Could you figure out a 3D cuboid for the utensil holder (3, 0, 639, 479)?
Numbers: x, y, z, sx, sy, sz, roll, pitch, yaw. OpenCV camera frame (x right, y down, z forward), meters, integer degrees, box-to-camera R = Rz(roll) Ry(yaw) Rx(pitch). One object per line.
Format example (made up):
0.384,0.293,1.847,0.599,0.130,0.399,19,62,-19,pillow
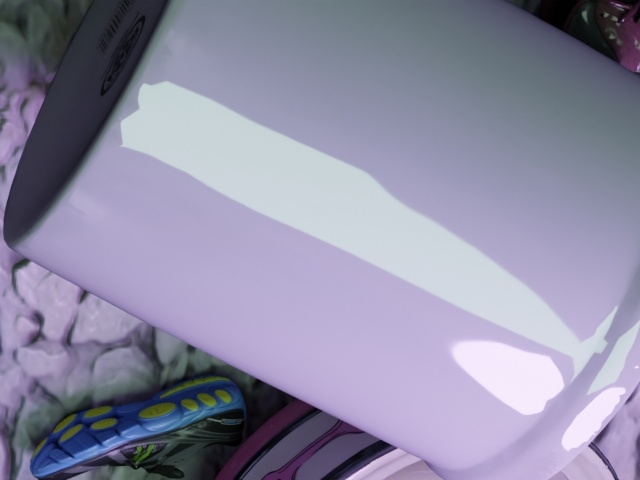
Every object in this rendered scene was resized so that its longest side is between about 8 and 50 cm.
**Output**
0.020,-0.046,1.236,0.385,0.327,0.327,27,112,-19,utensil holder

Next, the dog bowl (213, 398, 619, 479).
0.058,0.290,1.534,0.408,0.150,0.408,-15,123,-24,dog bowl

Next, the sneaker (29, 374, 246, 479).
-0.151,0.174,1.505,0.188,0.067,0.078,-16,118,-8,sneaker

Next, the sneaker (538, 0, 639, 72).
0.273,-0.184,1.372,0.162,0.106,0.281,37,107,-27,sneaker
